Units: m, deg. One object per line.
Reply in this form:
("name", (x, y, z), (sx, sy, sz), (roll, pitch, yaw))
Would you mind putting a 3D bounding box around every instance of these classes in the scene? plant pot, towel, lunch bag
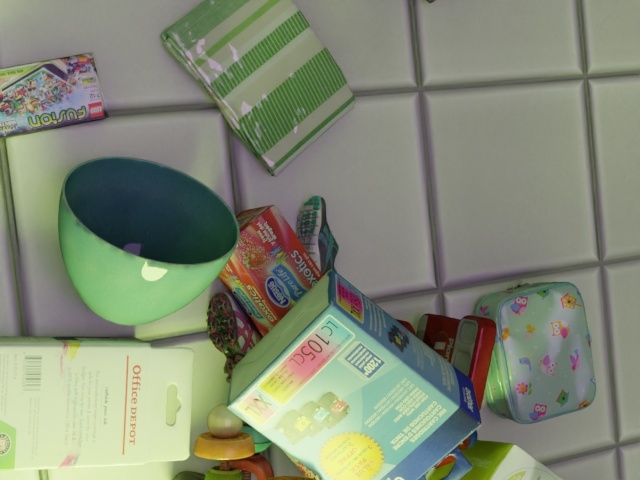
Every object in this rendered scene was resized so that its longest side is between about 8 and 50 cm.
("plant pot", (-0.301, 0.024, 1.684), (0.290, 0.290, 0.195), (11, 122, -23))
("towel", (-0.102, -0.312, 1.867), (0.248, 0.038, 0.325), (-43, 105, -18))
("lunch bag", (0.428, 0.219, 2.072), (0.224, 0.108, 0.279), (-12, 94, -18))

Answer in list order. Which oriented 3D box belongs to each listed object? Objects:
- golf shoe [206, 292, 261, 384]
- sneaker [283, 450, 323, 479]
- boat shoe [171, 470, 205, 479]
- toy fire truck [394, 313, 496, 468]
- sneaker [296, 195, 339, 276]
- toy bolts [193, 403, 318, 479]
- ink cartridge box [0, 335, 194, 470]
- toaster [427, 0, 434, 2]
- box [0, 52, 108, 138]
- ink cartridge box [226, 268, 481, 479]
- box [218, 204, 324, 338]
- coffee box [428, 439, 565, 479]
("golf shoe", (-0.148, 0.179, 1.853), (0.086, 0.068, 0.186), (-21, 94, -56))
("sneaker", (0.005, 0.399, 1.872), (0.090, 0.145, 0.270), (-37, 105, -18))
("boat shoe", (-0.145, 0.555, 1.788), (0.355, 0.132, 0.130), (42, 101, 8))
("toy fire truck", (0.215, 0.280, 1.901), (0.169, 0.254, 0.302), (15, 85, -23))
("sneaker", (0.000, 0.000, 1.914), (0.076, 0.065, 0.166), (0, 95, -40))
("toy bolts", (-0.104, 0.353, 1.772), (0.218, 0.228, 0.158), (3, 90, -2))
("ink cartridge box", (-0.398, 0.265, 1.707), (0.354, 0.119, 0.207), (3, 90, -23))
("toaster", (0.209, -0.576, 1.953), (0.186, 0.110, 0.168), (37, 76, -20))
("box", (-0.467, -0.238, 1.708), (0.207, 0.036, 0.114), (-16, 98, -22))
("ink cartridge box", (0.079, 0.277, 1.733), (0.395, 0.151, 0.270), (38, 109, -16))
("box", (-0.081, 0.075, 1.829), (0.123, 0.128, 0.256), (-41, 107, -25))
("coffee box", (0.337, 0.591, 1.877), (0.334, 0.337, 0.338), (36, 77, -2))
